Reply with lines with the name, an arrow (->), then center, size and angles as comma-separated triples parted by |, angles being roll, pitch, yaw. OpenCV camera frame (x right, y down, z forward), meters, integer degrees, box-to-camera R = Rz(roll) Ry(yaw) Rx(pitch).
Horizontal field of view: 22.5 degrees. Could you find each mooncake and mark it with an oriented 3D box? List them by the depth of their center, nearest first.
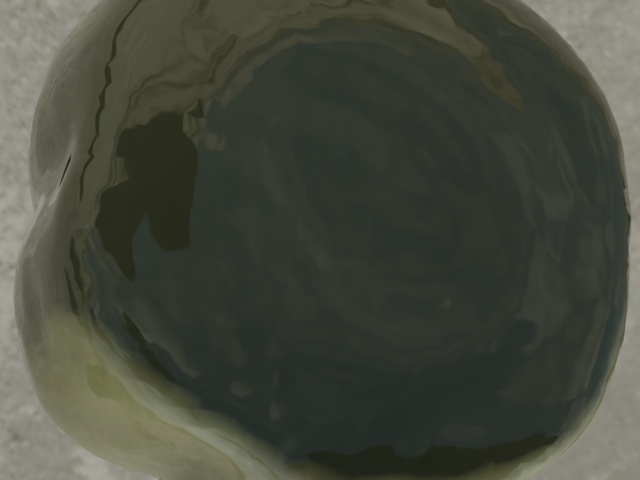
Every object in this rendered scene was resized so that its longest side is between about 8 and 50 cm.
mooncake -> 0.000, 0.000, 0.669 | 0.275, 0.275, 0.135 | -11, 166, -33
